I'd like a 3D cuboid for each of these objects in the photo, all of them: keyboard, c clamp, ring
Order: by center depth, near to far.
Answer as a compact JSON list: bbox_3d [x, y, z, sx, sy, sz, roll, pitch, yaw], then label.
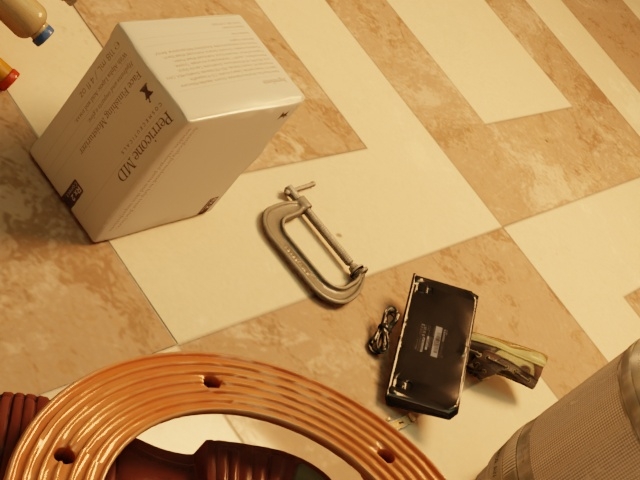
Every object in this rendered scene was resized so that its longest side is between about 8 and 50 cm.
[{"bbox_3d":[-0.039,0.198,0.747,0.337,0.032,0.336,18,34,-12],"label":"ring"},{"bbox_3d":[0.107,0.110,1.259,0.108,0.023,0.180,17,45,1],"label":"keyboard"},{"bbox_3d":[0.000,0.000,1.296,0.137,0.022,0.160,-15,65,-53],"label":"c clamp"}]

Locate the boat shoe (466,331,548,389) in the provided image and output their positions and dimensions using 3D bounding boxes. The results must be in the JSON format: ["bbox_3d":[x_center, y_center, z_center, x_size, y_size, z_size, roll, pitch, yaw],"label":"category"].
[{"bbox_3d":[0.190,0.135,1.323,0.152,0.056,0.049,15,81,-17],"label":"boat shoe"}]

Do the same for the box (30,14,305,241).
[{"bbox_3d":[-0.146,-0.111,1.117,0.119,0.181,0.182,52,34,13],"label":"box"}]

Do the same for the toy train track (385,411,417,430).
[{"bbox_3d":[0.074,0.188,1.179,0.083,0.014,0.048,-12,63,-52],"label":"toy train track"}]

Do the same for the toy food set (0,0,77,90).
[{"bbox_3d":[-0.302,-0.260,1.184,0.104,0.111,0.232,45,30,-22],"label":"toy food set"}]

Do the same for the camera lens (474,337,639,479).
[{"bbox_3d":[0.308,0.239,1.134,0.219,0.274,0.219,28,37,-23],"label":"camera lens"}]

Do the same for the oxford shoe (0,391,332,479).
[{"bbox_3d":[-0.163,0.203,0.817,0.348,0.130,0.123,15,33,-10],"label":"oxford shoe"}]
